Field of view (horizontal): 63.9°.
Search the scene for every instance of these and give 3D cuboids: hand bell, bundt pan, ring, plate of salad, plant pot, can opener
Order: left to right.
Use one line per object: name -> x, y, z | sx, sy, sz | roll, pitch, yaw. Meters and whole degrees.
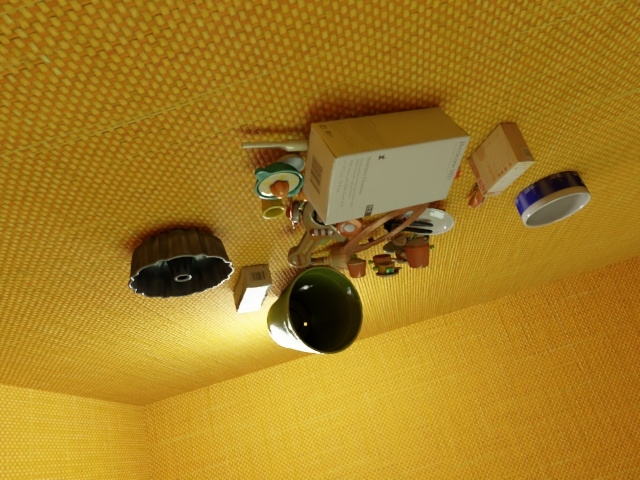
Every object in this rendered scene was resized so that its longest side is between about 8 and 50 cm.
bundt pan -> -0.450, 0.067, 1.648 | 0.330, 0.124, 0.331 | -13, 156, -6
plant pot -> -0.062, 0.331, 2.259 | 0.366, 0.367, 0.353 | -1, 164, -31
hand bell -> 0.002, 0.076, 2.017 | 0.242, 0.126, 0.126 | -6, 157, 7
ring -> 0.218, -0.050, 1.748 | 0.336, 0.032, 0.336 | -28, 167, -7
can opener -> 0.329, -0.055, 1.921 | 0.186, 0.059, 0.073 | 1, -158, 13
plate of salad -> 0.407, -0.078, 1.947 | 0.199, 0.048, 0.200 | 7, 153, 4

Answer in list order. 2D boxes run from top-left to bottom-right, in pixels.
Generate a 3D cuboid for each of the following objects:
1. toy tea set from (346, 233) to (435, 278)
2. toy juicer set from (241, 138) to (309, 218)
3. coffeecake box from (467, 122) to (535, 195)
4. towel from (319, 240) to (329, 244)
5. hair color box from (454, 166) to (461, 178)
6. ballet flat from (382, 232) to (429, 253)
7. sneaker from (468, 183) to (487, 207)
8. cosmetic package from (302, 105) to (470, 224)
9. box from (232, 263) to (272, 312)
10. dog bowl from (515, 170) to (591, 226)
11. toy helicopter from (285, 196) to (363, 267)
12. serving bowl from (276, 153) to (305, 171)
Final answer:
toy tea set -> 0.258, 0.053, 1.926 | 0.336, 0.124, 0.200 | -14, -169, -30
toy juicer set -> -0.074, -0.163, 1.354 | 0.209, 0.090, 0.329 | -15, 156, -3
coffeecake box -> 0.549, -0.245, 1.575 | 0.068, 0.142, 0.185 | -5, 155, -22
towel -> 0.000, 0.000, 1.929 | 0.083, 0.009, 0.060 | 0, 152, -31
hair color box -> 0.328, -0.218, 1.556 | 0.167, 0.093, 0.053 | -16, 155, -2
ballet flat -> 0.354, 0.002, 2.110 | 0.213, 0.072, 0.068 | -8, 128, -21
sneaker -> 0.582, -0.181, 1.862 | 0.067, 0.064, 0.175 | 13, 143, -14
cosmetic package -> 0.163, -0.197, 1.313 | 0.384, 0.156, 0.217 | -13, 138, -21
box -> -0.279, 0.199, 2.081 | 0.113, 0.094, 0.275 | -7, 154, -20
dog bowl -> 0.923, -0.161, 2.047 | 0.264, 0.104, 0.265 | -13, 156, -6
toy helicopter -> -0.030, -0.034, 1.665 | 0.235, 0.140, 0.355 | 19, 132, -17
serving bowl -> -0.085, -0.211, 1.390 | 0.083, 0.027, 0.083 | -13, 157, -6
